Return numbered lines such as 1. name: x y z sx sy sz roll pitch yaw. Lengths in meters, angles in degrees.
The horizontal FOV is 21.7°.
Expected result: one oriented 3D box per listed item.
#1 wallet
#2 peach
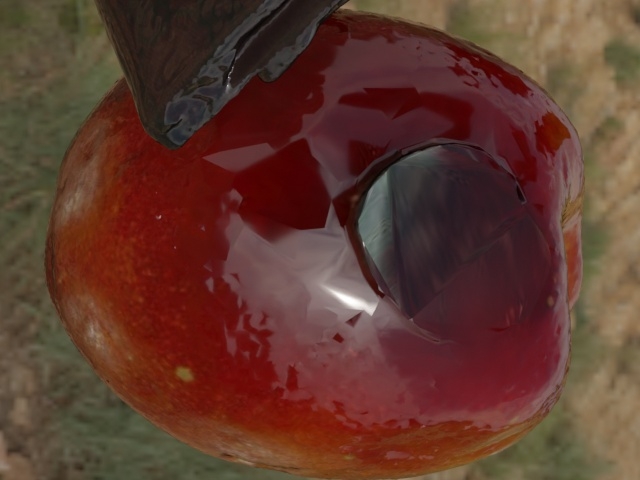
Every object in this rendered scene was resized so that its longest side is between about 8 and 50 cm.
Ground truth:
1. wallet: -0.054 -0.181 0.781 0.049 0.182 0.229 16 40 -49
2. peach: 0.018 0.004 1.183 0.310 0.406 0.335 180 -75 -74
